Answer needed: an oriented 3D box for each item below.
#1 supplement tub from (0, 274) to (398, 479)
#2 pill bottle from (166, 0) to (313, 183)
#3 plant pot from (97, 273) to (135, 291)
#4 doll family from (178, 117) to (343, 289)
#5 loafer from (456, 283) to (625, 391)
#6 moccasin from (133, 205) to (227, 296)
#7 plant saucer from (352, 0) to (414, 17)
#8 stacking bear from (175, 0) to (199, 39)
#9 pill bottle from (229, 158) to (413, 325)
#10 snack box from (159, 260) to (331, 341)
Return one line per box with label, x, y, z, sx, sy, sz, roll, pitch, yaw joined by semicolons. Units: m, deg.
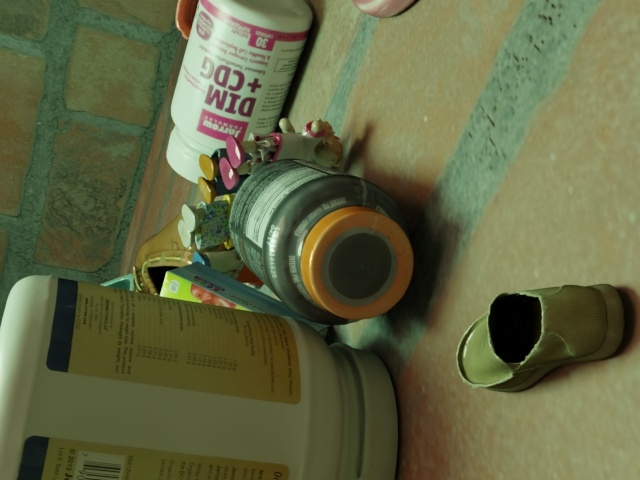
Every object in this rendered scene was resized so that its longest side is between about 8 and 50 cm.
supplement tub;-0.116;0.164;0.727;0.228;0.316;0.228;-168;90;-72
pill bottle;-0.127;-0.228;1.268;0.160;0.160;0.283;-104;30;-54
plant pot;-0.434;0.266;1.729;0.247;0.247;0.252;-104;-6;-53
doll family;-0.066;-0.059;0.992;0.118;0.163;0.263;55;139;33
loafer;0.117;0.055;0.516;0.148;0.050;0.056;135;143;-60
moccasin;-0.258;0.066;1.554;0.380;0.139;0.147;-27;44;56
plant saucer;0.077;-0.399;0.876;0.332;0.084;0.332;-168;90;-72
stacking bear;-0.148;-0.392;1.463;0.289;0.175;0.164;-140;60;-78
pill bottle;0.000;0.000;0.782;0.245;0.130;0.131;-146;69;-71
snack box;-0.105;0.153;0.925;0.070;0.174;0.207;-22;-47;-66
